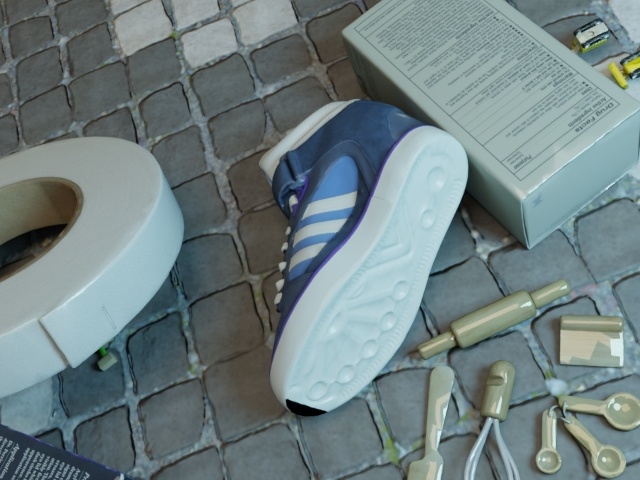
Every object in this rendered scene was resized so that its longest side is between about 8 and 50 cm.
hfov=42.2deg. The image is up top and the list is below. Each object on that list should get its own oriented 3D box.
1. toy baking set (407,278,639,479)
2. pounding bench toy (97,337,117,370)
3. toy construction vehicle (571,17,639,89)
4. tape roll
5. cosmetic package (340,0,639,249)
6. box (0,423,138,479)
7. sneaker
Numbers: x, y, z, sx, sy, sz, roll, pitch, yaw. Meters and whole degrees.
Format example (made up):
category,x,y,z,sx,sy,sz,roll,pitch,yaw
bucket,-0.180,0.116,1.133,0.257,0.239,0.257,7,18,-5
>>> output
category,x,y,z,sx,sy,sz,roll,pitch,yaw
toy baking set,0.181,0.149,0.786,0.256,0.030,0.197,-21,59,5
pounding bench toy,-0.264,0.102,0.941,0.052,0.083,0.065,-31,27,-3
toy construction vehicle,0.312,-0.199,0.936,0.098,0.035,0.086,-29,69,4
tape roll,-0.342,0.019,0.910,0.392,0.072,0.392,-13,35,10
cosmetic package,0.179,-0.158,0.905,0.160,0.113,0.309,-36,59,-4
box,-0.256,0.258,0.793,0.207,0.153,0.108,13,67,22
sneaker,0.000,-0.001,0.890,0.236,0.130,0.323,28,90,50
